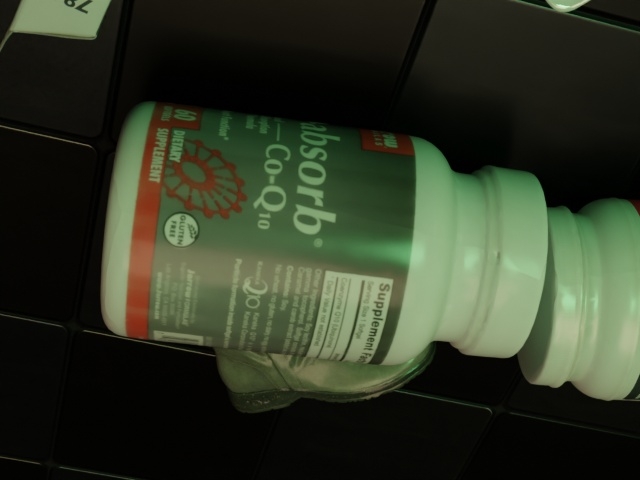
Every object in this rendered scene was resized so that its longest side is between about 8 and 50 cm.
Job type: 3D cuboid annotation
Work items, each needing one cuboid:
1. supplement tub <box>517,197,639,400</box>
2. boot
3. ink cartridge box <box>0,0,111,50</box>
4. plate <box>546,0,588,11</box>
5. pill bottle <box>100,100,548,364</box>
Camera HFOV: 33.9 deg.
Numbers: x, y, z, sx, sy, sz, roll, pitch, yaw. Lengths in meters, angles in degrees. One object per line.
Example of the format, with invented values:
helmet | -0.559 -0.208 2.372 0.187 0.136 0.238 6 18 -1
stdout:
supplement tub | 0.335 0.058 0.992 0.272 0.191 0.191 3 130 -2
boot | -0.012 0.091 1.102 0.246 0.083 0.161 -13 123 10
ink cartridge box | -0.140 -0.269 0.743 0.065 0.165 0.333 23 127 -19
plate | 0.186 -0.308 0.598 0.277 0.045 0.278 -30 124 24
pill bottle | 0.000 0.000 0.937 0.362 0.210 0.210 7 130 -6
